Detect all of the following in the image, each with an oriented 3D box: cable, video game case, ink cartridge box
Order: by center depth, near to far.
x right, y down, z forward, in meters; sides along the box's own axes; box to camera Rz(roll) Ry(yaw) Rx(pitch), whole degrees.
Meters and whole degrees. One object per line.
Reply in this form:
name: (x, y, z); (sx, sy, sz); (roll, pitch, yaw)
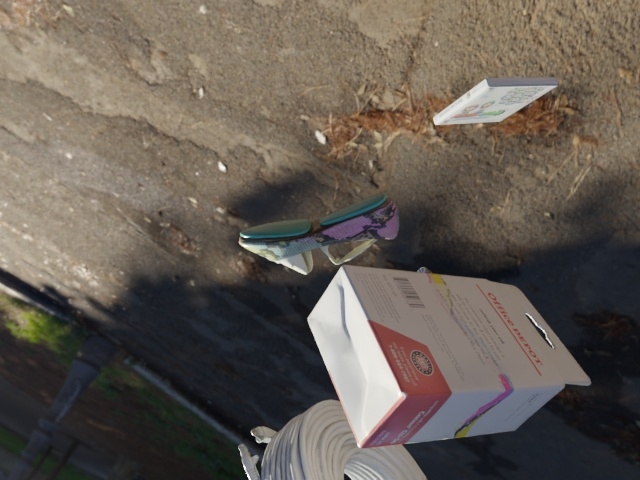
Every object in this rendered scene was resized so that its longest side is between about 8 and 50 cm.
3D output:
ink cartridge box: (0.103, 0.088, 0.436); (0.198, 0.115, 0.067); (7, 129, -31)
cable: (0.047, 0.322, 0.690); (0.257, 0.257, 0.089); (15, 124, -47)
video game case: (0.297, -0.237, 0.950); (0.157, 0.019, 0.143); (-8, 170, -26)

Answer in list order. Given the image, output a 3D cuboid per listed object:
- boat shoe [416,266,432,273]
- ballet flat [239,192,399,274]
boat shoe: (0.227, 0.149, 1.256); (0.066, 0.066, 0.183); (15, 108, -1)
ballet flat: (0.000, 0.000, 0.751); (0.221, 0.077, 0.079); (-14, 109, 10)
